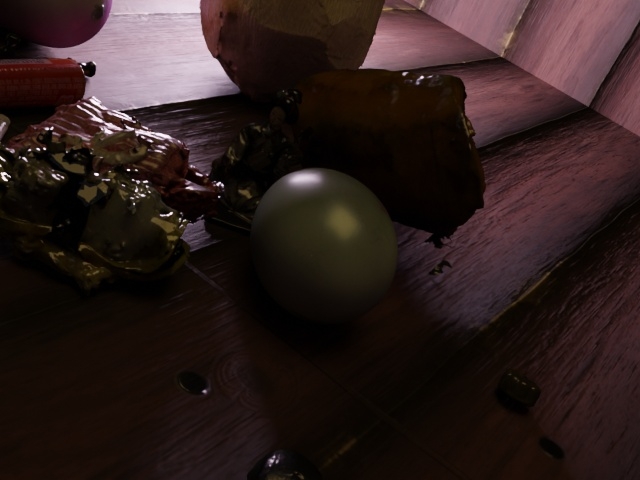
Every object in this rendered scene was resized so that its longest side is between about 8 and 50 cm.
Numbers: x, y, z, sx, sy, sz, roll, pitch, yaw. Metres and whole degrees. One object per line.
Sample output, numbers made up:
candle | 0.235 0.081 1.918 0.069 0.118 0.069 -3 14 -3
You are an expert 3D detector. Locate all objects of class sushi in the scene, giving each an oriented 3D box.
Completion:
sushi | -0.288 -0.034 1.006 0.291 0.131 0.139 27 25 -15

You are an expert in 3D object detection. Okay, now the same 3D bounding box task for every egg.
egg | -0.477 -0.438 1.483 0.271 0.196 0.196 43 31 20
egg | 0.000 0.000 1.125 0.183 0.183 0.264 14 22 -21

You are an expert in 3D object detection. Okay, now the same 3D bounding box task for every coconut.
coconut | -0.056 -0.433 1.680 0.346 0.360 0.346 17 -11 3

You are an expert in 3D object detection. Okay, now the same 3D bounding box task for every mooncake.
mooncake | 0.224 0.110 1.273 0.150 0.057 0.347 26 26 -50

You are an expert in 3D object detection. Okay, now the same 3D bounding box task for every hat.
hat | -0.263 -0.108 1.177 0.286 0.107 0.236 24 37 8

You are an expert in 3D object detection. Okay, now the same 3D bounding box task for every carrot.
carrot | 0.132 -0.144 1.368 0.341 0.241 0.241 14 21 26

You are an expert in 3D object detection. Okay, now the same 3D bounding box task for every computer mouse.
computer mouse | -0.031 0.240 0.823 0.079 0.047 0.135 22 29 -5

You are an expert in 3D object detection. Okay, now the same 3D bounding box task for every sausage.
sausage | -0.461 -0.221 1.248 0.074 0.074 0.274 38 29 23

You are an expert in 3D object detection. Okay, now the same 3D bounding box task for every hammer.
hammer | -0.433 -0.277 1.393 0.021 0.078 0.201 39 19 20

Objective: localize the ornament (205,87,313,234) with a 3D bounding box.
ornament | -0.071 -0.123 1.270 0.166 0.196 0.153 17 28 -14

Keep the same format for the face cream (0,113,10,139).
face cream | -0.442 -0.139 1.173 0.038 0.020 0.115 19 29 -14
